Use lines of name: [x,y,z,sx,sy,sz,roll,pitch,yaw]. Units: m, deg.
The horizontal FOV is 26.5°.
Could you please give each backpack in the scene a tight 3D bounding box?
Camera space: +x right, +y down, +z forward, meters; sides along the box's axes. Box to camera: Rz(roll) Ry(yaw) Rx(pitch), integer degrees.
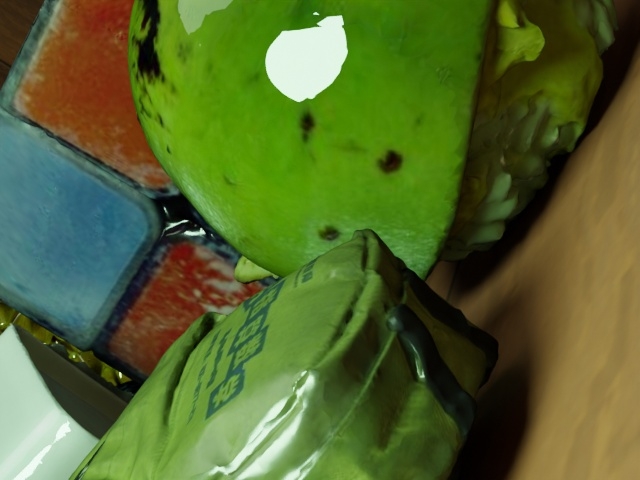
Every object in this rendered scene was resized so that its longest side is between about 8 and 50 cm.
backpack: [-0.028,0.115,0.564,0.253,0.140,0.207,-48,9,25]

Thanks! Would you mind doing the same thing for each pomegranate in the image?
pomegranate: [0.015,-0.079,0.750,0.341,0.260,0.260,109,-175,-45]

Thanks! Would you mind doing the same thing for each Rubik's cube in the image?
Rubik's cube: [-0.071,-0.089,1.070,0.313,0.318,0.316,-55,8,30]

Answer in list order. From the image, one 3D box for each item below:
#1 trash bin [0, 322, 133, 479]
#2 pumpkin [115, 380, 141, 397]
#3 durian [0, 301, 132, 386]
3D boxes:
trash bin: [-0.247,0.253,0.903,0.368,0.256,0.296,-50,28,-2]
pumpkin: [-0.186,0.219,1.305,0.194,0.150,0.194,-57,-13,-21]
durian: [-0.303,0.173,1.542,0.347,0.384,0.347,-19,0,0]
